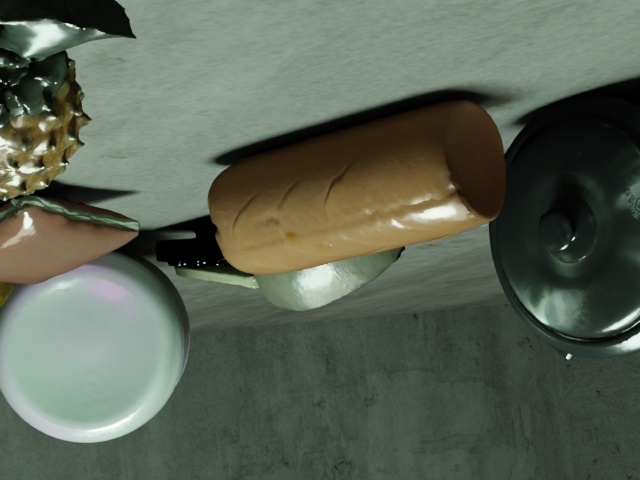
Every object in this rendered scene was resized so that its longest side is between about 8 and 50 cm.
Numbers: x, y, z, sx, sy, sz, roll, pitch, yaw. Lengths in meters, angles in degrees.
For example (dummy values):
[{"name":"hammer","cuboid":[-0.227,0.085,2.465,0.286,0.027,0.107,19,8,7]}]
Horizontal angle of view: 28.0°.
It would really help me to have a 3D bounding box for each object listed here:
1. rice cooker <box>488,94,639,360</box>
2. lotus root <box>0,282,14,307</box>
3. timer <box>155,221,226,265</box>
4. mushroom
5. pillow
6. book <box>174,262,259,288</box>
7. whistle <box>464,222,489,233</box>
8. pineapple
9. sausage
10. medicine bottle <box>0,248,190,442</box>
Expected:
[{"name":"rice cooker","cuboid":[0.291,-0.014,1.205,0.227,0.241,0.281,-4,127,-40]},{"name":"lotus root","cuboid":[-0.415,0.037,1.404,0.120,0.120,0.209,-10,173,22]},{"name":"timer","cuboid":[-0.102,0.001,1.642,0.144,0.055,0.187,-2,-178,43]},{"name":"mushroom","cuboid":[0.000,0.000,1.512,0.188,0.141,0.117,-22,137,10]},{"name":"pillow","cuboid":[-0.299,-0.003,1.327,0.171,0.075,0.179,-25,163,27]},{"name":"book","cuboid":[-0.078,0.031,1.740,0.162,0.022,0.232,-15,-171,-30]},{"name":"whistle","cuboid":[0.162,-0.060,1.403,0.158,0.090,0.090,-46,-171,-23]},{"name":"pineapple","cuboid":[-0.170,-0.101,0.685,0.119,0.111,0.237,-36,177,-20]},{"name":"sausage","cuboid":[0.023,-0.042,1.189,0.304,0.121,0.121,-13,170,37]},{"name":"medicine bottle","cuboid":[-0.293,0.129,1.706,0.241,0.241,0.302,-7,-178,-2]}]
